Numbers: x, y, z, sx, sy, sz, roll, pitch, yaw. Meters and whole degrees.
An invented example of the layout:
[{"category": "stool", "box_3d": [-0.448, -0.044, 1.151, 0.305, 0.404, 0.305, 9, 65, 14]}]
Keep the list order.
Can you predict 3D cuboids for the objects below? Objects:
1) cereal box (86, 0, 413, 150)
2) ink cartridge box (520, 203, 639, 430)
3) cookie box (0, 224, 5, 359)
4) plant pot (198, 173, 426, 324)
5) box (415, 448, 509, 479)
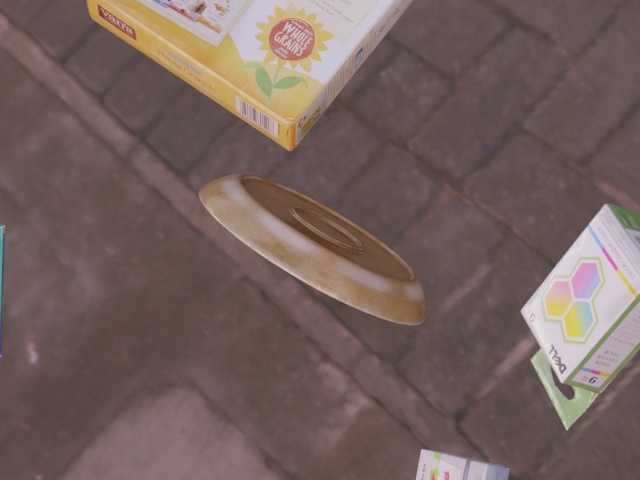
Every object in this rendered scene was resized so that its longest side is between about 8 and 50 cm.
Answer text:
[{"category": "cereal box", "box_3d": [-0.017, -0.199, 0.975, 0.173, 0.047, 0.240, 35, 72, 12]}, {"category": "ink cartridge box", "box_3d": [0.270, 0.079, 1.470, 0.209, 0.062, 0.109, -55, 37, 27]}, {"category": "cookie box", "box_3d": [-0.256, 0.054, 1.059, 0.040, 0.092, 0.107, 5, 60, -20]}, {"category": "plant pot", "box_3d": [0.000, 0.000, 1.323, 0.236, 0.236, 0.032, 37, 104, 36]}, {"category": "box", "box_3d": [0.183, 0.366, 1.977, 0.186, 0.038, 0.145, -2, 76, 67]}]
